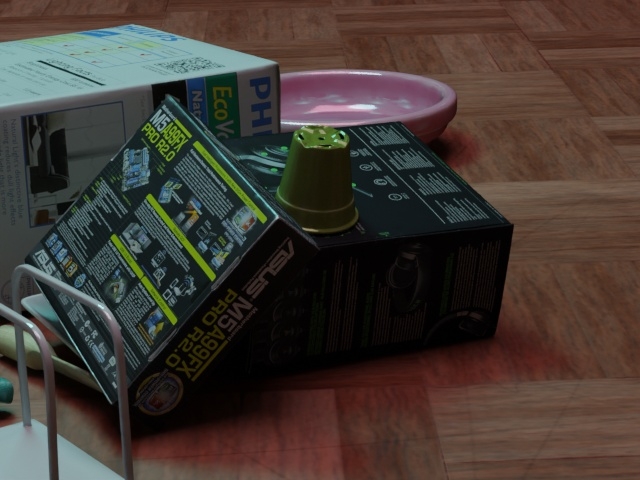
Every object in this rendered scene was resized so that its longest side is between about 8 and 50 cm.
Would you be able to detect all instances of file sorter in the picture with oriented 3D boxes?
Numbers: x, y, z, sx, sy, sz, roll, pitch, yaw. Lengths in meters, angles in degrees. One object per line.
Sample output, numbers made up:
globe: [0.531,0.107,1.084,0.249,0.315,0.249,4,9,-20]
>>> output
file sorter: [-0.298,0.137,1.300,0.277,0.173,0.193,-13,21,-34]

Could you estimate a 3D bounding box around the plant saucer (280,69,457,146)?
plant saucer: [0.020,-0.160,2.364,0.332,0.084,0.332,-1,18,0]

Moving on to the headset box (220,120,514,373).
headset box: [0.000,0.000,1.693,0.283,0.131,0.246,-7,30,-24]

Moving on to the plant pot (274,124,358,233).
plant pot: [-0.002,-0.060,1.579,0.083,0.079,0.083,5,28,-3]

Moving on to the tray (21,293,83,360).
tray: [-0.142,0.070,1.705,0.270,0.030,0.145,-14,32,-35]

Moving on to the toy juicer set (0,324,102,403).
toy juicer set: [-0.369,0.104,1.576,0.329,0.089,0.209,16,-1,-18]

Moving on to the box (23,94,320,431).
box: [-0.141,0.014,1.563,0.060,0.216,0.270,39,4,-37]

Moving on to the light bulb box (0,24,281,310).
light bulb box: [-0.282,-0.095,1.944,0.361,0.225,0.358,-12,19,-32]
